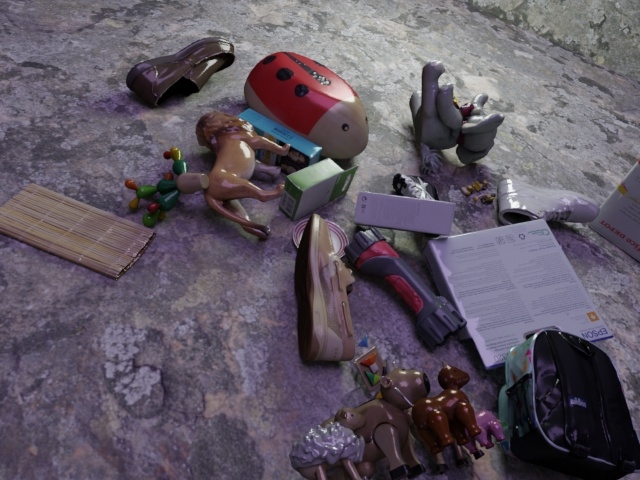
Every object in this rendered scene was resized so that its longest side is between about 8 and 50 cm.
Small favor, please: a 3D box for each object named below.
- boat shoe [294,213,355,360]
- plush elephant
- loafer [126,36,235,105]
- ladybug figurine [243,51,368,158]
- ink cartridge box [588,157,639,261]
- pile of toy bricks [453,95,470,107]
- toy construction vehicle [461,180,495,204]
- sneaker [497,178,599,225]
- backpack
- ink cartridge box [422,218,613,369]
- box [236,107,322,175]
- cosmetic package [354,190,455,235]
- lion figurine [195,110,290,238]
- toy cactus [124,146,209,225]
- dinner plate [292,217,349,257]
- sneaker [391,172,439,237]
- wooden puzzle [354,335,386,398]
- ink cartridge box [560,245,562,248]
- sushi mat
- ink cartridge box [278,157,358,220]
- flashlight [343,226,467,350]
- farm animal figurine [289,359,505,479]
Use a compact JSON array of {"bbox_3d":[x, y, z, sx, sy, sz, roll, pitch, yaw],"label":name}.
[{"bbox_3d":[0.011,0.096,1.067,0.110,0.122,0.342,9,55,-16],"label":"boat shoe"},{"bbox_3d":[0.431,-0.369,1.547,0.255,0.272,0.331,-1,75,-1],"label":"plush elephant"},{"bbox_3d":[-0.397,-0.495,1.512,0.365,0.134,0.130,-35,88,-29],"label":"loafer"},{"bbox_3d":[-0.039,-0.415,1.466,0.449,0.162,0.305,39,46,19],"label":"ladybug figurine"},{"bbox_3d":[0.968,-0.109,1.427,0.131,0.306,0.226,-26,59,-36],"label":"ink cartridge box"},{"bbox_3d":[0.439,-0.485,1.762,0.212,0.105,0.118,40,49,21],"label":"pile of toy bricks"},{"bbox_3d":[0.481,-0.149,1.502,0.098,0.035,0.086,-8,50,-25],"label":"toy construction vehicle"},{"bbox_3d":[0.654,-0.070,1.441,0.292,0.108,0.169,13,46,9],"label":"sneaker"},{"bbox_3d":[0.456,0.305,0.943,0.224,0.191,0.254,18,54,-8],"label":"backpack"},{"bbox_3d":[0.446,0.120,1.165,0.323,0.071,0.331,-9,60,-12],"label":"ink cartridge box"},{"bbox_3d":[-0.120,-0.257,1.369,0.244,0.101,0.060,31,47,13],"label":"box"},{"bbox_3d":[0.204,-0.064,1.232,0.230,0.086,0.117,9,2,8],"label":"cosmetic package"},{"bbox_3d":[-0.211,-0.174,1.223,0.240,0.142,0.393,17,39,-15],"label":"lion figurine"},{"bbox_3d":[-0.342,-0.136,1.150,0.180,0.112,0.219,-4,46,25],"label":"toy cactus"},{"bbox_3d":[0.000,0.000,1.218,0.141,0.017,0.141,8,45,-9],"label":"dinner plate"},{"bbox_3d":[0.291,-0.104,1.368,0.106,0.078,0.234,-8,48,-21],"label":"sneaker"},{"bbox_3d":[0.105,0.251,0.978,0.078,0.014,0.116,-33,91,-44],"label":"wooden puzzle"},{"bbox_3d":[0.552,0.042,1.320,0.109,0.063,0.150,38,49,19],"label":"ink cartridge box"},{"bbox_3d":[-0.531,-0.026,1.073,0.316,0.019,0.152,21,44,3],"label":"sushi mat"},{"bbox_3d":[-0.004,-0.141,1.287,0.209,0.109,0.062,-30,64,-37],"label":"ink cartridge box"},{"bbox_3d":[0.178,0.107,1.123,0.103,0.103,0.304,-19,60,-37],"label":"flashlight"},{"bbox_3d":[0.127,0.303,0.832,0.326,0.330,0.172,-24,56,-1],"label":"farm animal figurine"}]
